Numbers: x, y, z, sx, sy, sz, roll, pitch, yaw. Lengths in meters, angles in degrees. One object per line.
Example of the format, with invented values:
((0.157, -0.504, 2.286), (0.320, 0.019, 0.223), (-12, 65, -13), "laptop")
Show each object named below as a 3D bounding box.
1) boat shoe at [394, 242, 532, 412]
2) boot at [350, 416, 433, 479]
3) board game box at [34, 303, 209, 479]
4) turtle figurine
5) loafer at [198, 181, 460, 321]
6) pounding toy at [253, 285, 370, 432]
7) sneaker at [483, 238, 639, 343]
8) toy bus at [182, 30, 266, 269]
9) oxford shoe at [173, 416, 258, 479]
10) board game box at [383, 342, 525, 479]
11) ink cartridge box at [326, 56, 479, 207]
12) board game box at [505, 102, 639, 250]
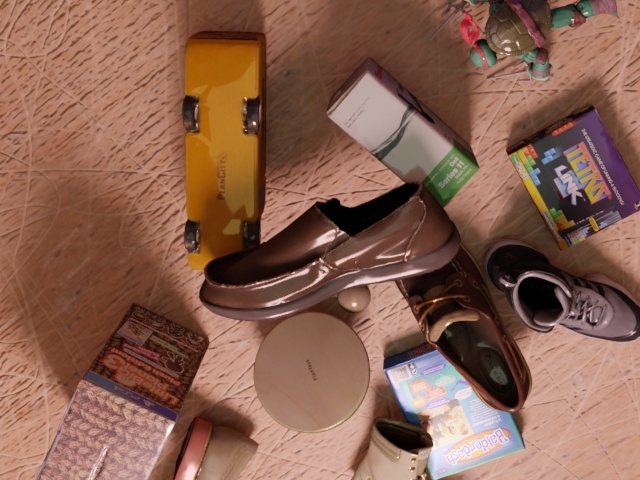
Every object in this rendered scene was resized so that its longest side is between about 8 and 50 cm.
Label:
((0.198, 0.105, 1.542), (0.123, 0.123, 0.342), (-31, 86, 9), "boat shoe")
((0.155, 0.381, 1.642), (0.213, 0.077, 0.165), (29, 126, 18), "boot")
((-0.296, 0.268, 1.570), (0.141, 0.291, 0.232), (26, 108, -4), "board game box")
((0.280, -0.296, 1.452), (0.234, 0.118, 0.175), (-33, 102, 7), "turtle figurine")
((0.000, 0.000, 1.430), (0.365, 0.134, 0.130), (-17, 117, 5), "loafer")
((-0.001, 0.181, 1.637), (0.182, 0.110, 0.237), (0, 78, 15), "pounding toy")
((0.366, 0.098, 1.542), (0.268, 0.153, 0.101), (26, 108, -4), "sneaker")
((-0.136, -0.128, 1.520), (0.108, 0.130, 0.333), (2, 107, 2), "toy bus")
((-0.197, 0.462, 1.715), (0.130, 0.123, 0.348), (17, 109, -7), "oxford shoe")
((0.211, 0.258, 1.658), (0.160, 0.047, 0.210), (-21, 104, 10), "board game box")
((0.115, -0.154, 1.482), (0.208, 0.153, 0.087), (39, 106, -9), "ink cartridge box")
((0.374, -0.091, 1.538), (0.141, 0.048, 0.170), (-29, 103, 13), "board game box")
